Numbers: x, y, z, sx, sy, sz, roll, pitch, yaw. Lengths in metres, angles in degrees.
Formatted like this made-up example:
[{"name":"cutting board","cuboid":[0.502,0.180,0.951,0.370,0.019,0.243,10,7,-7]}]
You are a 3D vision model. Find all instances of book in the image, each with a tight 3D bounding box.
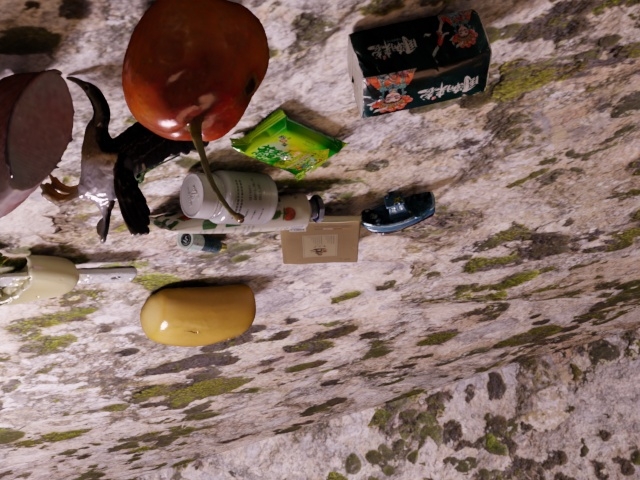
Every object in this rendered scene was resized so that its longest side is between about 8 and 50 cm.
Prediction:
[{"name":"book","cuboid":[0.000,0.000,1.973,0.138,0.016,0.199,-1,158,-1]}]

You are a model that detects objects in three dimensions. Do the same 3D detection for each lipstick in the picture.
[{"name":"lipstick","cuboid":[-0.191,0.006,1.870,0.037,0.037,0.116,-25,161,22]}]

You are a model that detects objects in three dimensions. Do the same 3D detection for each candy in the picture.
[{"name":"candy","cuboid":[-0.041,-0.135,1.621,0.102,0.032,0.178,-26,157,25]},{"name":"candy","cuboid":[-0.233,-0.100,1.589,0.083,0.025,0.023,-23,141,1]}]

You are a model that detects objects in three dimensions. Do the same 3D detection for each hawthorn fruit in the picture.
[{"name":"hawthorn fruit","cuboid":[-0.131,-0.133,1.212,0.165,0.286,0.165,-5,153,-2]}]

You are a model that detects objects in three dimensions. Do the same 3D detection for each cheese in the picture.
[{"name":"cheese","cuboid":[-0.410,0.061,1.821,0.235,0.050,0.127,-1,153,-32]}]

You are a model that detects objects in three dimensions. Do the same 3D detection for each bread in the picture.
[{"name":"bread","cuboid":[-0.224,0.144,2.107,0.217,0.098,0.147,-5,153,-29]}]

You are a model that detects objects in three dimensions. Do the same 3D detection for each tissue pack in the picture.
[{"name":"tissue pack","cuboid":[0.124,-0.224,1.435,0.170,0.091,0.103,-15,156,-5]}]

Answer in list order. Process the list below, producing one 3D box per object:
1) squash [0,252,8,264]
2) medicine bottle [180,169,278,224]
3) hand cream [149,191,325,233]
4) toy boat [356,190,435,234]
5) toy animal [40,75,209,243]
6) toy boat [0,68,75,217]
[{"name":"squash","cuboid":[-0.536,0.038,1.641,0.200,0.075,0.090,9,122,-50]},{"name":"medicine bottle","cuboid":[-0.135,-0.063,1.667,0.130,0.080,0.080,1,153,-37]},{"name":"hand cream","cuboid":[-0.126,-0.038,1.763,0.276,0.059,0.095,-6,-164,-24]},{"name":"toy boat","cuboid":[0.129,-0.051,1.926,0.137,0.060,0.061,-17,134,10]},{"name":"toy animal","cuboid":[-0.267,-0.095,1.368,0.160,0.272,0.197,-37,111,17]},{"name":"toy boat","cuboid":[-0.408,-0.087,1.306,0.282,0.206,0.096,-12,146,37]}]
